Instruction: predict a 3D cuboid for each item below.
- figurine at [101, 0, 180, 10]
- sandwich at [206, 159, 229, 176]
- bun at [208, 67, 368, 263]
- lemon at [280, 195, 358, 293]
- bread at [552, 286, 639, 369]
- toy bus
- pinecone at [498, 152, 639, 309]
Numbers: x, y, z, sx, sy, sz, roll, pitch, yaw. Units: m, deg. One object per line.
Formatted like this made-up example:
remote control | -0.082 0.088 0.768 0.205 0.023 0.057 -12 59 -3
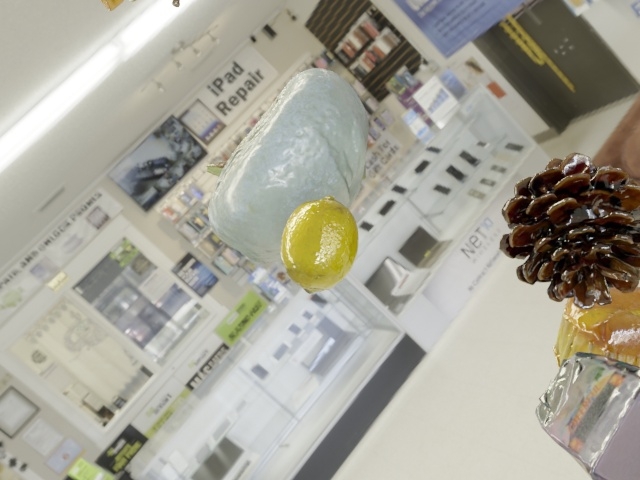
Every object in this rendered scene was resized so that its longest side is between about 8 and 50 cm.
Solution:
figurine | -0.372 -0.647 1.318 0.344 0.215 0.187 -36 -19 -15
sandwich | -0.240 -0.178 1.456 0.083 0.044 0.030 -17 -47 -26
bun | -0.045 -0.117 1.004 0.362 0.211 0.362 -50 11 13
lemon | 0.000 0.000 0.612 0.082 0.082 0.110 -27 48 63
bread | 0.578 0.177 1.042 0.204 0.289 0.156 -87 -1 -57
toy bus | 0.366 0.230 0.567 0.112 0.317 0.138 -56 14 -1
pinecone | 0.346 -0.005 0.778 0.208 0.208 0.207 -45 10 10
